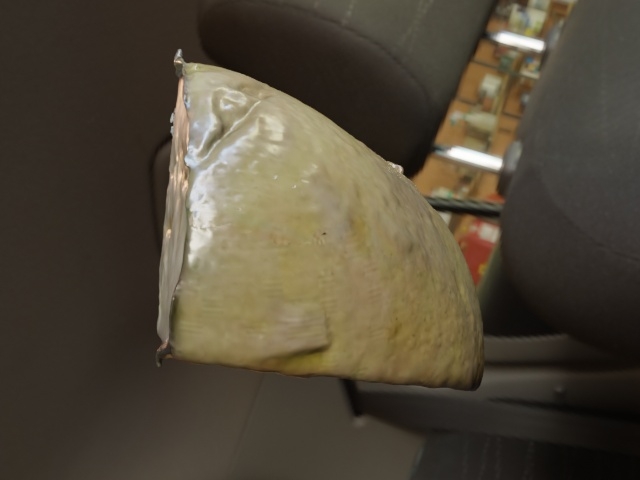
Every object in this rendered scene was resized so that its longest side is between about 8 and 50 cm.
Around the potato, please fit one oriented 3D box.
[{"bbox_3d":[0.023,-0.007,0.643,0.189,0.264,0.211,161,118,-69],"label":"potato"}]
